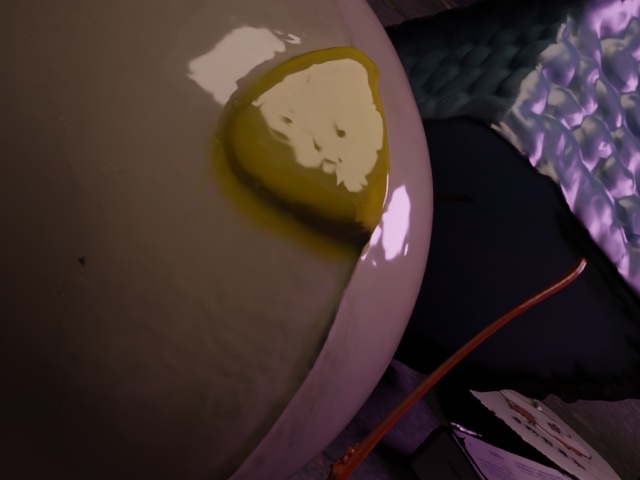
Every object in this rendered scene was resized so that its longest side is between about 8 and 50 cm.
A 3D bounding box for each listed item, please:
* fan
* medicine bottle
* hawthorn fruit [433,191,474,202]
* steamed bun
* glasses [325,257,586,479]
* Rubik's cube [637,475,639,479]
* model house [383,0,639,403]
[{"bbox_3d":[0.194,0.147,1.743,0.191,0.009,0.329,35,10,-6],"label":"fan"},{"bbox_3d":[0.176,0.234,1.491,0.201,0.052,0.171,25,24,-49],"label":"medicine bottle"},{"bbox_3d":[0.000,0.000,1.383,0.163,0.203,0.162,41,13,-12],"label":"hawthorn fruit"},{"bbox_3d":[-0.108,-0.030,0.992,0.334,0.334,0.374,27,22,-44],"label":"steamed bun"},{"bbox_3d":[0.148,0.162,1.246,0.234,0.268,0.118,41,-2,-3],"label":"glasses"},{"bbox_3d":[0.483,0.264,1.829,0.221,0.224,0.231,26,25,-43],"label":"Rubik's cube"},{"bbox_3d":[0.181,-0.094,1.526,0.297,0.339,0.360,46,-28,-23],"label":"model house"}]
